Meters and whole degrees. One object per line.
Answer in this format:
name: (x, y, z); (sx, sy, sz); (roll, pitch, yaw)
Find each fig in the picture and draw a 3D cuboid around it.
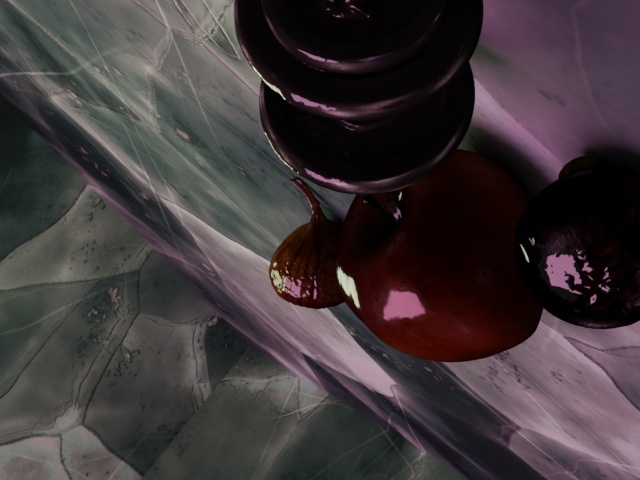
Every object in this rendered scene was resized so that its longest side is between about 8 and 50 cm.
fig: (0.000, 0.000, 1.775); (0.134, 0.146, 0.201); (26, 123, 33)

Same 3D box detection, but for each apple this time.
apple: (0.127, 0.015, 1.189); (0.234, 0.234, 0.234); (37, 167, 10)

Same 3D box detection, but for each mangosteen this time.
mangosteen: (0.245, 0.000, 1.016); (0.152, 0.152, 0.152); (37, 167, 10)

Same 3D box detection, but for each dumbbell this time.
dumbbell: (0.034, -0.151, 0.939); (0.192, 0.192, 0.290); (35, 165, 17)
